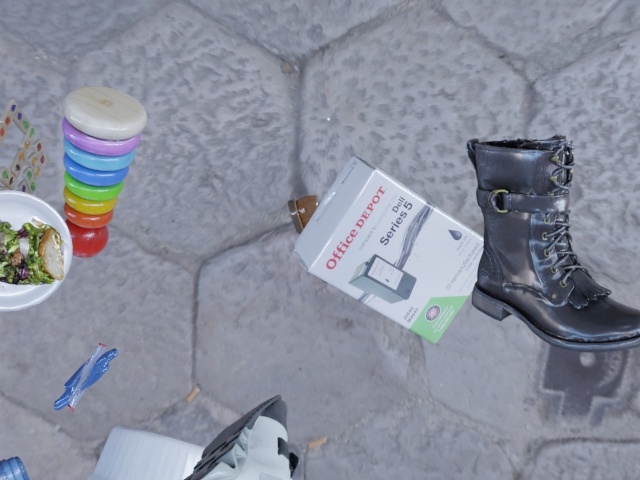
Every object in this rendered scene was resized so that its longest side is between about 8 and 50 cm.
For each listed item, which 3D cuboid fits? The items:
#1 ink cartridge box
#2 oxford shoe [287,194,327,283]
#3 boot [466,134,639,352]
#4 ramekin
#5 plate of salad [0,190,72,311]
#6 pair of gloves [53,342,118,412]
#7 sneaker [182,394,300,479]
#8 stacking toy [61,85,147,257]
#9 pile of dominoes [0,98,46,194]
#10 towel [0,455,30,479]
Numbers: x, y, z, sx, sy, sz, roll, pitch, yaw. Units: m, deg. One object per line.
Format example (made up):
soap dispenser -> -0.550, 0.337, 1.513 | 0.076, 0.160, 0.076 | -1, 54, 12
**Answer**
ink cartridge box -> 0.123, 0.016, 1.262 | 0.272, 0.115, 0.198 | 30, 98, -22
oxford shoe -> 0.000, 0.000, 1.600 | 0.076, 0.076, 0.212 | -18, 121, 5
boot -> 0.271, -0.006, 0.883 | 0.091, 0.262, 0.229 | -16, 113, -41
ramekin -> -0.335, 0.485, 1.597 | 0.277, 0.277, 0.135 | 17, 70, -2
plate of salad -> -0.503, 0.020, 1.231 | 0.199, 0.048, 0.200 | -5, 101, -27
pair of gloves -> -0.479, 0.283, 1.564 | 0.023, 0.198, 0.159 | 33, 76, 3
sneaker -> -0.095, 0.338, 1.101 | 0.122, 0.330, 0.146 | -39, 91, 16
stacking toy -> -0.415, -0.106, 1.379 | 0.141, 0.141, 0.330 | 22, 124, -3
pile of dominoes -> -0.607, -0.125, 1.527 | 0.040, 0.196, 0.251 | 8, 67, 9
towel -> -0.302, 0.231, 0.637 | 0.119, 0.029, 0.067 | -23, 131, -29
